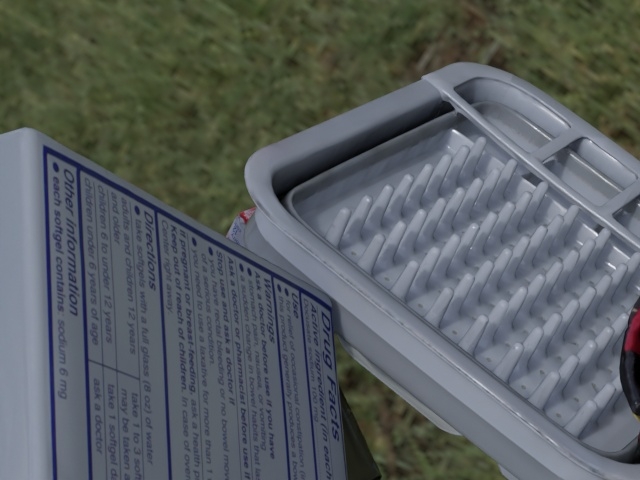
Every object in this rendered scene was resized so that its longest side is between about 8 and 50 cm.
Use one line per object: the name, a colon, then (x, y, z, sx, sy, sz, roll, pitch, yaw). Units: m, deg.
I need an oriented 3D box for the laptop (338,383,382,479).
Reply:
laptop: (-0.126, 0.297, 1.212, 0.382, 0.236, 0.408, -126, 46, -84)

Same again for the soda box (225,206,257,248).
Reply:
soda box: (0.021, -0.006, 1.843, 0.083, 0.263, 0.092, 52, 137, 21)

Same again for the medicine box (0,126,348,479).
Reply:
medicine box: (-0.104, 0.129, 0.802, 0.149, 0.289, 0.263, -13, 69, 22)

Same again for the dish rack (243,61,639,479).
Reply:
dish rack: (0.120, 0.025, 1.058, 0.285, 0.333, 0.072, 39, 121, 15)

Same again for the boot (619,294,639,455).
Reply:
boot: (0.275, 0.144, 0.907, 0.138, 0.284, 0.377, 0, 66, 62)
